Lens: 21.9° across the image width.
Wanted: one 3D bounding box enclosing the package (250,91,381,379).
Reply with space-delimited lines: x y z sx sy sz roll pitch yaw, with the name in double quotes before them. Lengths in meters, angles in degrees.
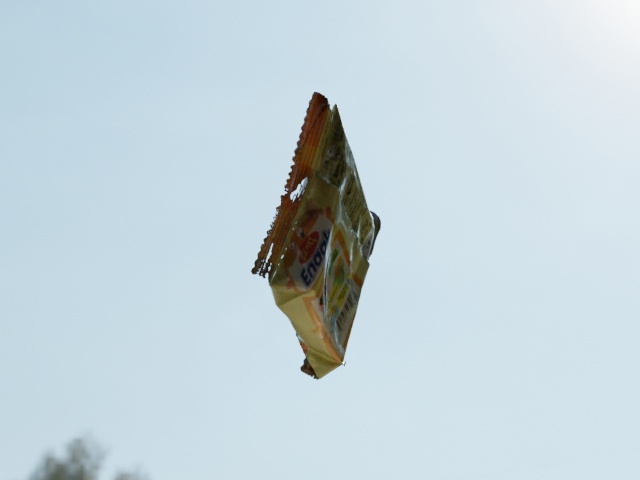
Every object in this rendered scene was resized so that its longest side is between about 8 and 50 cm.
"package" 0.000 0.001 0.847 0.031 0.108 0.120 7 -29 19
